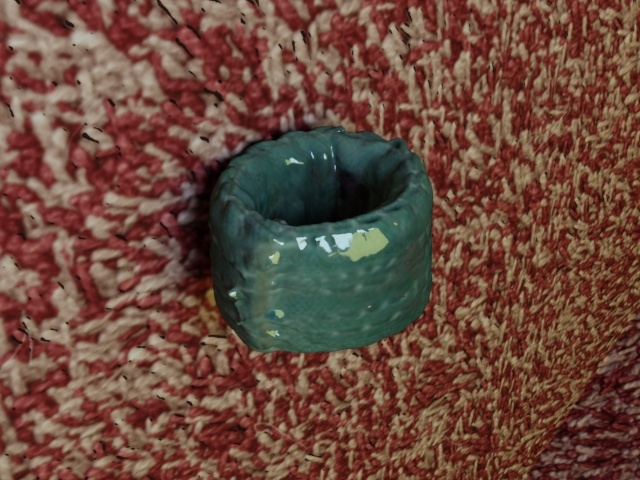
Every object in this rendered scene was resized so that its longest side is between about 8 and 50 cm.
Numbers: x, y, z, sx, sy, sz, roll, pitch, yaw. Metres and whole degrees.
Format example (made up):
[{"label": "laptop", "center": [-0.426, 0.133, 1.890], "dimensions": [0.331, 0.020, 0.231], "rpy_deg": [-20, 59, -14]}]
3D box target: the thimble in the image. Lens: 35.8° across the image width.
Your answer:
[{"label": "thimble", "center": [0.000, 0.000, 0.914], "dimensions": [0.235, 0.198, 0.143], "rpy_deg": [-37, 139, -39]}]
